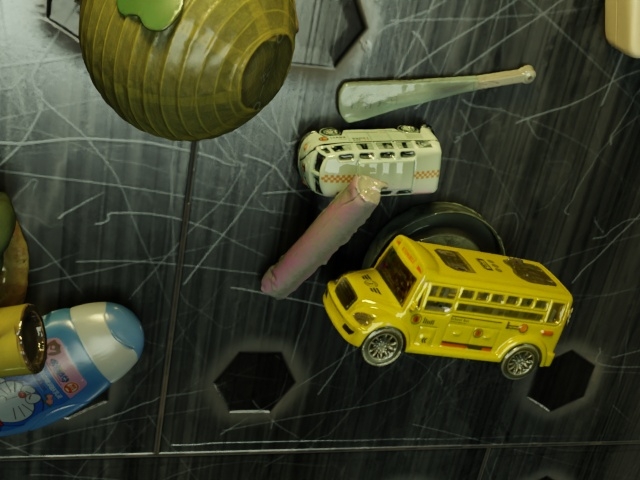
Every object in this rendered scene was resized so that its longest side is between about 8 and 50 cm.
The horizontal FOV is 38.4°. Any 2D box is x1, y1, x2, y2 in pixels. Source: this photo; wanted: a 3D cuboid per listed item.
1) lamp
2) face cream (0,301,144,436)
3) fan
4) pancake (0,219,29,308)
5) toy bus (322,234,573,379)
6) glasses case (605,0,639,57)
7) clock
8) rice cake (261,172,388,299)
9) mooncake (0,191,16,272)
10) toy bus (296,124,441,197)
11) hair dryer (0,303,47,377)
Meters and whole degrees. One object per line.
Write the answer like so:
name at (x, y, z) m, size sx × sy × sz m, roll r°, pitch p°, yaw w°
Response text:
lamp at (-0.165, -0.242, 1.029) m, size 0.250 × 0.284 × 0.250 m, roll -47°, pitch 153°, yaw -33°
face cream at (-0.365, 0.172, 1.262) m, size 0.263 × 0.083 × 0.149 m, roll -27°, pitch 116°, yaw -1°
fan at (0.160, -0.203, 1.249) m, size 0.281 × 0.023 × 0.057 m, roll -8°, pitch 118°, yaw -10°
pancake at (-0.496, 0.037, 1.180) m, size 0.250 × 0.031 × 0.250 m, roll -8°, pitch 117°, yaw -16°
toy bus at (0.177, 0.087, 1.284) m, size 0.330 × 0.144 × 0.152 m, roll 9°, pitch 115°, yaw -23°
glasses case at (0.554, -0.354, 1.248) m, size 0.336 × 0.076 × 0.144 m, roll -16°, pitch 120°, yaw -8°
clock at (0.167, 0.049, 1.372) m, size 0.225 × 0.049 × 0.226 m, roll -7°, pitch 118°, yaw -13°
rice cake at (0.000, -0.001, 1.239) m, size 0.055 × 0.049 × 0.270 m, roll 34°, pitch 134°, yaw -13°
mooncake at (-0.454, -0.013, 1.096) m, size 0.175 × 0.104 × 0.169 m, roll -20°, pitch 110°, yaw -14°
toy bus at (0.069, -0.102, 1.236) m, size 0.193 × 0.089 × 0.087 m, roll -3°, pitch 118°, yaw -14°
hair dryer at (-0.433, 0.100, 1.081) m, size 0.134 × 0.090 × 0.279 m, roll -6°, pitch 160°, yaw 2°
